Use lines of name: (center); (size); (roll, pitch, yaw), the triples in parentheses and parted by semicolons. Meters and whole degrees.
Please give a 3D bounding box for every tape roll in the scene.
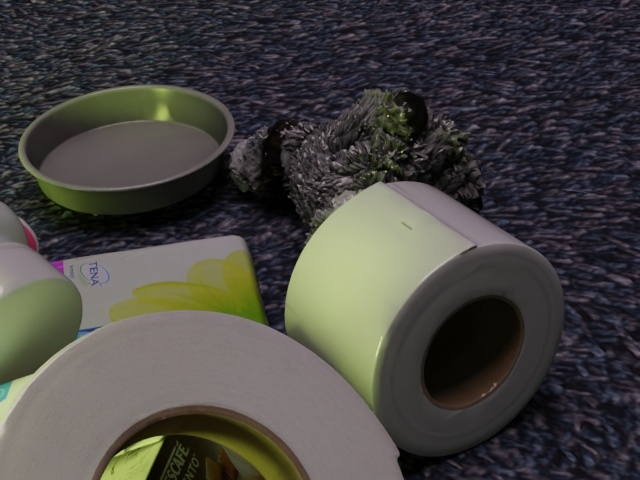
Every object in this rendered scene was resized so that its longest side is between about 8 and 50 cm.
tape roll: (0.108, 0.080, 1.699); (0.246, 0.246, 0.169); (-22, 36, -25)
tape roll: (-0.106, 0.249, 1.391); (0.392, 0.072, 0.392); (8, 65, -18)

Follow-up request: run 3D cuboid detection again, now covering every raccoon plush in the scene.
raccoon plush: (0.000, 0.000, 1.986); (0.446, 0.216, 0.299); (-14, 31, 51)

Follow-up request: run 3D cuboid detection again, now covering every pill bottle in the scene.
pill bottle: (-0.441, 0.009, 1.670); (0.392, 0.224, 0.224); (37, 48, 25)

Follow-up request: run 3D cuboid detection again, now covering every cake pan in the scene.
cake pan: (-0.259, -0.123, 2.218); (0.293, 0.054, 0.293); (-4, 33, 2)

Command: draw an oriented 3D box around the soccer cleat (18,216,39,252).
soccer cleat: (-0.466, 0.043, 1.886); (0.331, 0.116, 0.143); (-27, 18, 13)

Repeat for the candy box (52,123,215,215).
candy box: (-0.256, -0.100, 2.258); (0.206, 0.027, 0.105); (-27, 41, -31)

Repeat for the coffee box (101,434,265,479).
coffee box: (-0.127, 0.224, 1.569); (0.098, 0.141, 0.246); (-30, 20, 28)

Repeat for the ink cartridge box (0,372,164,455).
ink cartridge box: (-0.235, 0.163, 1.527); (0.180, 0.060, 0.104); (-19, 25, 10)

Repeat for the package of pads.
package of pads: (-0.208, 0.103, 1.848); (0.297, 0.101, 0.229); (-8, 33, -6)
